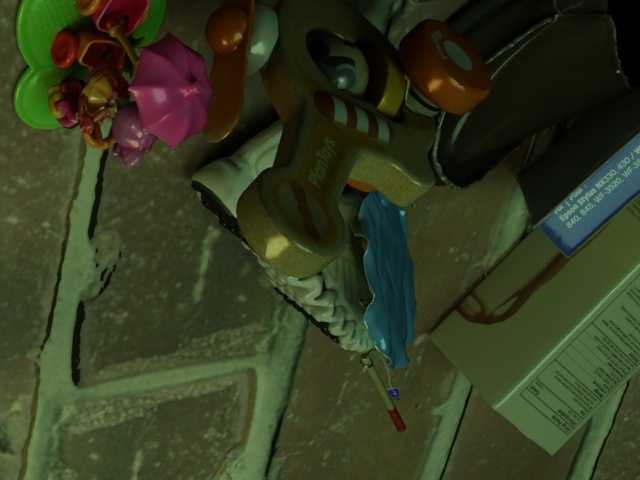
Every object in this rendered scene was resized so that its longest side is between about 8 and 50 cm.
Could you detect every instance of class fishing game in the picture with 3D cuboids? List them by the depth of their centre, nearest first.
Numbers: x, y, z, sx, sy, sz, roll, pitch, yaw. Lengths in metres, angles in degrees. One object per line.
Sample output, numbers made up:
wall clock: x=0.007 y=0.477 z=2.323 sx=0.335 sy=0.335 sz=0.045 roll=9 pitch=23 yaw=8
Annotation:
fishing game: x=0.052 y=0.025 z=1.705 sx=0.041 sy=0.264 sz=0.189 roll=-5 pitch=148 yaw=14

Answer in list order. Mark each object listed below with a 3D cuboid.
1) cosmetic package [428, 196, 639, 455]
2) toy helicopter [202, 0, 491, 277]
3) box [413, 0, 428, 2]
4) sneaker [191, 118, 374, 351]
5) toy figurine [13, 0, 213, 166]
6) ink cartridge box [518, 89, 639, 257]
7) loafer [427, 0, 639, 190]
cosmetic package: x=0.277 y=0.057 z=1.973 sx=0.296 sy=0.129 sz=0.153 roll=-45 pitch=140 yaw=3
toy helicopter: x=-0.008 y=-0.098 z=1.491 sx=0.235 sy=0.355 sz=0.140 roll=41 pitch=121 yaw=-14
box: x=0.157 y=-0.299 z=1.561 sx=0.247 sy=0.142 sz=0.163 roll=-9 pitch=129 yaw=-31
sneaker: x=0.000 y=0.000 z=1.736 sx=0.118 sy=0.110 sz=0.292 roll=-46 pitch=140 yaw=-9
toy figurine: x=-0.152 y=-0.118 z=1.467 sx=0.130 sy=0.159 sz=0.173 roll=11 pitch=118 yaw=-43
ink cartridge box: x=0.312 y=-0.114 z=1.738 sx=0.303 sy=0.307 sz=0.072 roll=-42 pitch=97 yaw=9
loafer: x=0.221 y=-0.175 z=1.726 sx=0.366 sy=0.130 sz=0.134 roll=-45 pitch=139 yaw=3
